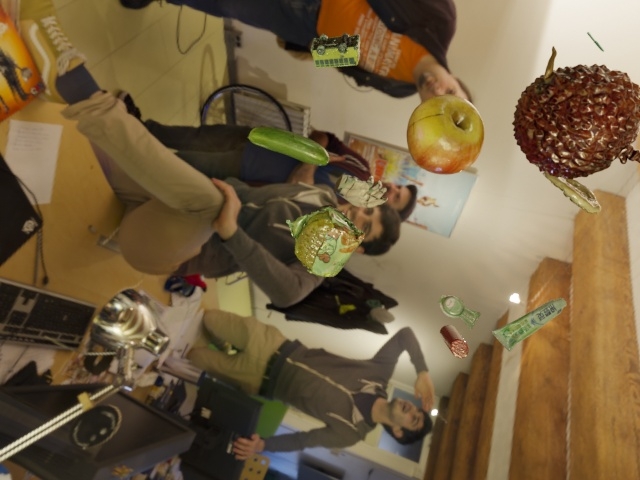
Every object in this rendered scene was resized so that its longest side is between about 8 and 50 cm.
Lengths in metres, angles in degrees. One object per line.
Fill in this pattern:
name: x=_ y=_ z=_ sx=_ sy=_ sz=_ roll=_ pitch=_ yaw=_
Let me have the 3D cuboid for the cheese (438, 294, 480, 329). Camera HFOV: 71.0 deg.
cheese: x=0.401 y=0.202 z=1.308 sx=0.067 sy=0.120 sz=0.026 roll=-53 pitch=165 yaw=-15

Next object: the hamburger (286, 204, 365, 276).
hamburger: x=-0.002 y=-0.002 z=1.410 sx=0.214 sy=0.235 sz=0.125 roll=-49 pitch=-169 yaw=18

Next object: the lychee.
lychee: x=0.974 y=-0.431 z=1.671 sx=0.424 sy=0.500 sz=0.425 roll=-47 pitch=158 yaw=-25

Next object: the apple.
apple: x=0.442 y=-0.376 z=1.617 sx=0.286 sy=0.286 sz=0.233 roll=-68 pitch=-169 yaw=-20

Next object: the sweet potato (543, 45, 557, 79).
sweet potato: x=0.782 y=-0.601 z=1.519 sx=0.026 sy=0.026 sz=0.115 roll=-9 pitch=115 yaw=-79

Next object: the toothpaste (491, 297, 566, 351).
toothpaste: x=0.651 y=0.249 z=1.380 sx=0.296 sy=0.075 sz=0.048 roll=-22 pitch=147 yaw=-24

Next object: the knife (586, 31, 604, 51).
knife: x=0.951 y=-0.686 z=1.549 sx=0.005 sy=0.091 sz=0.014 roll=-46 pitch=-170 yaw=6

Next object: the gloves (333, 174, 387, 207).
gloves: x=0.160 y=-0.177 z=1.687 sx=0.111 sy=0.212 sz=0.127 roll=-88 pitch=-158 yaw=-53

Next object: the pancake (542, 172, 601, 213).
pancake: x=1.083 y=-0.219 z=1.927 sx=0.049 sy=0.282 sz=0.282 roll=-57 pitch=179 yaw=32

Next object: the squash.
squash: x=-0.105 y=-0.327 z=1.519 sx=0.082 sy=0.292 sz=0.082 roll=21 pitch=90 yaw=-82

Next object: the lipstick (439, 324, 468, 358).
lipstick: x=0.511 y=0.381 z=1.721 sx=0.279 sy=0.073 sz=0.073 roll=-7 pitch=115 yaw=-82

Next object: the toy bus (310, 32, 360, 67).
toy bus: x=0.061 y=-0.696 z=1.653 sx=0.101 sy=0.175 sz=0.088 roll=73 pitch=23 yaw=-53
